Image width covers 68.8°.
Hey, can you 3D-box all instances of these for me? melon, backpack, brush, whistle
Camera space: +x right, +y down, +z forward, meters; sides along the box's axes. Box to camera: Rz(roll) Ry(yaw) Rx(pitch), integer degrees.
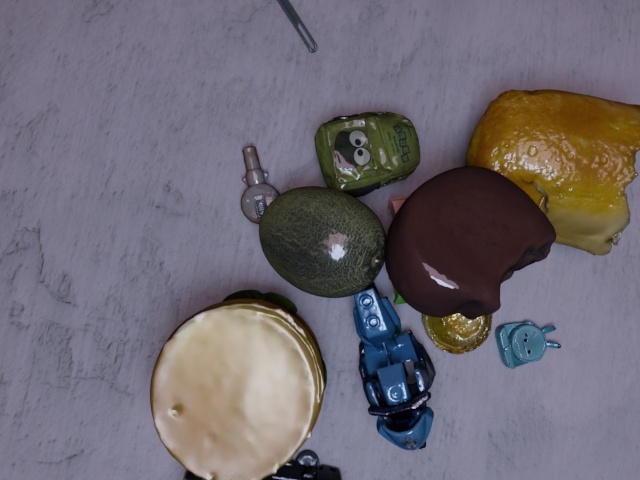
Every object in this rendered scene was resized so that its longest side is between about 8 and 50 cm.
[{"bbox_3d":[0.000,0.000,1.082,0.329,0.248,0.249,23,86,39],"label":"melon"},{"bbox_3d":[0.119,-0.218,1.169,0.253,0.140,0.207,-14,86,-7],"label":"backpack"},{"bbox_3d":[-0.083,-0.619,1.249,0.062,0.027,0.266,-32,87,-1],"label":"brush"},{"bbox_3d":[-0.160,-0.135,1.203,0.107,0.057,0.220,-13,84,0],"label":"whistle"}]

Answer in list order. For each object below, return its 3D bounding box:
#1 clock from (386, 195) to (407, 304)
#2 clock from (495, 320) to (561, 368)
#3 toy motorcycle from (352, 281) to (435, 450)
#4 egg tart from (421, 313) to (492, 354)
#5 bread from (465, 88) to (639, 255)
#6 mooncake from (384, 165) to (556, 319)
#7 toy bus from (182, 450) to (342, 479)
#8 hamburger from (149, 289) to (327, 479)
[{"bbox_3d":[0.266,0.008,1.136,0.219,0.106,0.256,-6,63,-7],"label":"clock"},{"bbox_3d":[0.521,0.255,1.174,0.147,0.045,0.108,-14,87,-1],"label":"clock"},{"bbox_3d":[0.170,0.296,1.081,0.171,0.232,0.417,-17,86,11],"label":"toy motorcycle"},{"bbox_3d":[0.348,0.192,1.168,0.191,0.074,0.192,0,88,-1],"label":"egg tart"},{"bbox_3d":[0.544,-0.180,1.101,0.393,0.250,0.362,13,85,3],"label":"bread"},{"bbox_3d":[0.306,0.007,0.978,0.333,0.174,0.326,16,60,-1],"label":"mooncake"},{"bbox_3d":[-0.137,0.612,1.092,0.364,0.177,0.202,9,92,0],"label":"toy bus"},{"bbox_3d":[-0.177,0.323,1.058,0.394,0.277,0.397,0,84,-1],"label":"hamburger"}]
